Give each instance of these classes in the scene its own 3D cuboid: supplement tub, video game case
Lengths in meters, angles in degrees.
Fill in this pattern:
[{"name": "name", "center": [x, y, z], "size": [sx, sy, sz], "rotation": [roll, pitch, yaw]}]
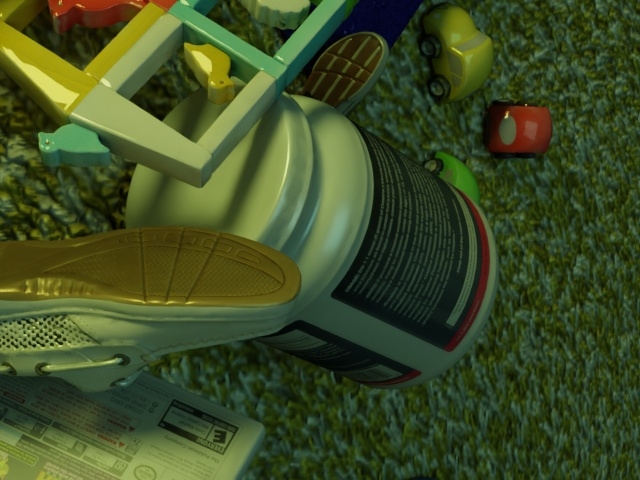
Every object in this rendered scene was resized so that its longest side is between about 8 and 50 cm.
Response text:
[{"name": "supplement tub", "center": [0.000, 0.000, 0.983], "size": [0.272, 0.191, 0.191], "rotation": [28, 75, -45]}, {"name": "video game case", "center": [-0.166, 0.162, 0.824], "size": [0.023, 0.201, 0.183], "rotation": [91, 25, -54]}]

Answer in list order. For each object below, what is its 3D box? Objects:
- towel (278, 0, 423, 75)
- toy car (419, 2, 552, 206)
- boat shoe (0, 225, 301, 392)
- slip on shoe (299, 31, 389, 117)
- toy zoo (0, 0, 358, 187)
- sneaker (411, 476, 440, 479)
[{"name": "towel", "center": [0.052, -0.305, 1.081], "size": [0.308, 0.076, 0.228], "rotation": [-57, 130, -25]}, {"name": "toy car", "center": [0.153, -0.091, 1.232], "size": [0.239, 0.053, 0.225], "rotation": [40, 66, -41]}, {"name": "boat shoe", "center": [-0.148, 0.053, 0.820], "size": [0.098, 0.277, 0.096], "rotation": [-79, 167, -61]}, {"name": "slip on shoe", "center": [0.014, -0.123, 1.046], "size": [0.135, 0.051, 0.041], "rotation": [-52, 159, 25]}, {"name": "toy zoo", "center": [-0.103, -0.161, 0.870], "size": [0.293, 0.192, 0.030], "rotation": [-52, 168, -26]}, {"name": "sneaker", "center": [0.088, 0.292, 1.218], "size": [0.188, 0.067, 0.078], "rotation": [-16, 128, -46]}]
